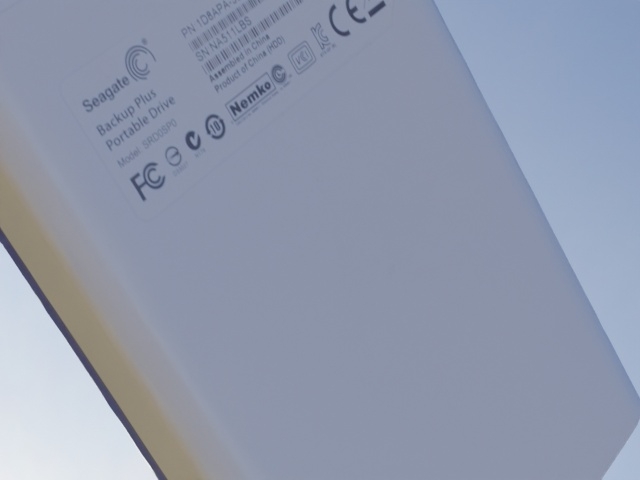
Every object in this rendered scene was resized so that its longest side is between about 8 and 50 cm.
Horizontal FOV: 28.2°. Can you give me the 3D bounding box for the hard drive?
[{"bbox_3d":[0.000,0.000,0.478,0.040,0.210,0.319,-12,-66,47],"label":"hard drive"}]
